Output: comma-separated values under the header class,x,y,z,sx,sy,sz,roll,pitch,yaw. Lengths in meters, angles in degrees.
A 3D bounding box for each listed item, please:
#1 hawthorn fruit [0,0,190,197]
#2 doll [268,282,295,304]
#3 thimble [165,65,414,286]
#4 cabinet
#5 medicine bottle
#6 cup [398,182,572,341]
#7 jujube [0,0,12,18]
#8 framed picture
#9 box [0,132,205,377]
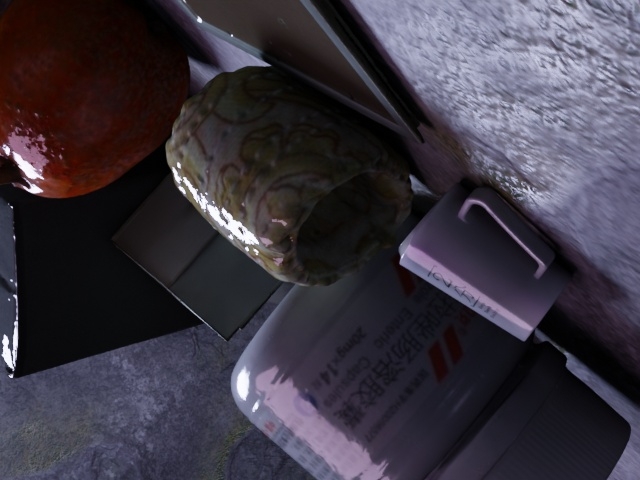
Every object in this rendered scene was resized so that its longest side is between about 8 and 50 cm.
class,x,y,z,sx,sy,sz,roll,pitch,yaw
hawthorn fruit,-0.268,-0.143,1.304,0.210,0.262,0.210,43,176,3
doll,-0.179,0.019,2.052,0.379,0.252,0.382,40,180,11
thimble,-0.019,-0.050,1.012,0.143,0.137,0.190,37,-166,28
cabinet,-0.120,-0.011,1.584,0.145,0.206,0.150,35,171,44
medicine bottle,0.100,0.144,1.150,0.306,0.245,0.245,40,174,6
cup,0.124,0.009,0.919,0.116,0.074,0.104,36,145,10
jujube,-0.363,-0.224,1.521,0.246,0.215,0.308,56,-179,1
framed picture,-0.066,-0.186,0.886,0.296,0.019,0.232,34,172,44
box,-0.294,-0.008,1.690,0.204,0.345,0.251,34,128,44
